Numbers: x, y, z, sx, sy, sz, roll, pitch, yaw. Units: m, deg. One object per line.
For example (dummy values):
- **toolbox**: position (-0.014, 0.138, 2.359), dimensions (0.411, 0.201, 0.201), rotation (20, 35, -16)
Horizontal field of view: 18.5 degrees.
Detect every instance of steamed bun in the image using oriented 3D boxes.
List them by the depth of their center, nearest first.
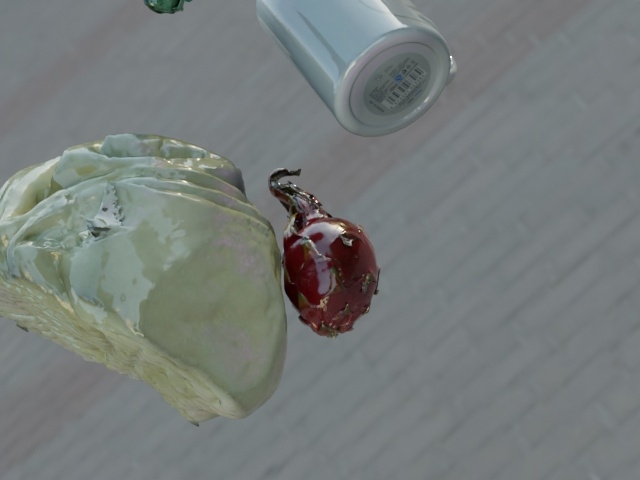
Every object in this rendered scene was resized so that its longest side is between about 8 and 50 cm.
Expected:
- **steamed bun**: position (-0.155, 0.018, 1.772), dimensions (0.206, 0.320, 0.275), rotation (-62, -11, -15)

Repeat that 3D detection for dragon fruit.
- **dragon fruit**: position (0.000, 0.000, 1.822), dimensions (0.094, 0.094, 0.190), rotation (-33, 55, 25)

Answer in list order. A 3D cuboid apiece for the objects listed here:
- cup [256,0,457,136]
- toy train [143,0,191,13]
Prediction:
- **cup**: position (0.040, -0.156, 1.452), dimensions (0.136, 0.099, 0.133), rotation (-16, 46, -23)
- **toy train**: position (-0.131, -0.303, 1.765), dimensions (0.154, 0.107, 0.198), rotation (24, 101, 62)
